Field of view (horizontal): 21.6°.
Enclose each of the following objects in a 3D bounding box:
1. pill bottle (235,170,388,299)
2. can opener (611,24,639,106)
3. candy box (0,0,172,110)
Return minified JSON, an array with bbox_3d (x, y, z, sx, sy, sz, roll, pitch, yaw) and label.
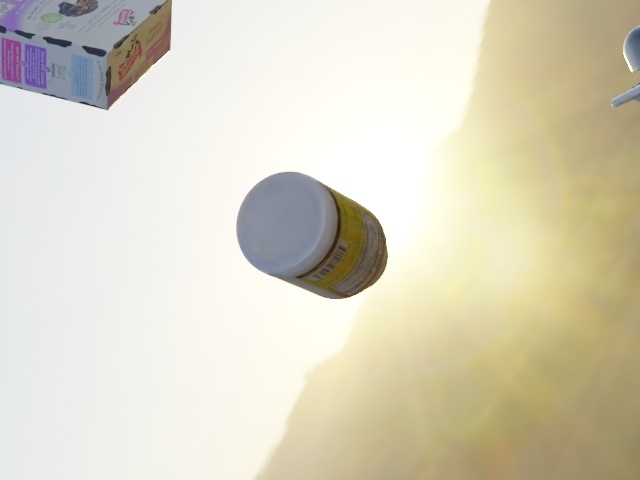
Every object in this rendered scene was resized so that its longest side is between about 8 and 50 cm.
[{"bbox_3d":[0.000,0.000,1.858,0.117,0.117,0.215,-62,-25,1],"label":"pill bottle"},{"bbox_3d":[0.375,-0.192,1.728,0.074,0.093,0.280,-26,2,-17],"label":"can opener"},{"bbox_3d":[-0.278,-0.220,1.781,0.165,0.196,0.070,-54,-26,-55],"label":"candy box"}]
